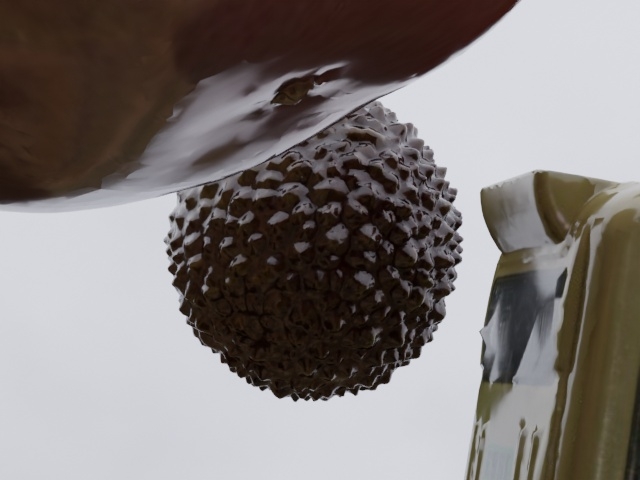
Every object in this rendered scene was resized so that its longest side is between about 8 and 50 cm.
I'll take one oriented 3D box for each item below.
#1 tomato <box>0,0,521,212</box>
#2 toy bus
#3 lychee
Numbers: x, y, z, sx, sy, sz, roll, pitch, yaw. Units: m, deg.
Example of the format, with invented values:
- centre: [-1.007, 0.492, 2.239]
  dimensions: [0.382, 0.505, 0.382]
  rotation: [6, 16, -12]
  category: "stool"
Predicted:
- centre: [-0.067, -0.157, 0.528]
  dimensions: [0.341, 0.273, 0.341]
  rotation: [-13, -7, -2]
  category: "tomato"
- centre: [0.152, 0.144, 0.740]
  dimensions: [0.201, 0.365, 0.177]
  rotation: [10, -6, -10]
  category: "toy bus"
- centre: [0.000, 0.000, 1.055]
  dimensions: [0.188, 0.188, 0.188]
  rotation: [11, -36, 8]
  category: "lychee"
